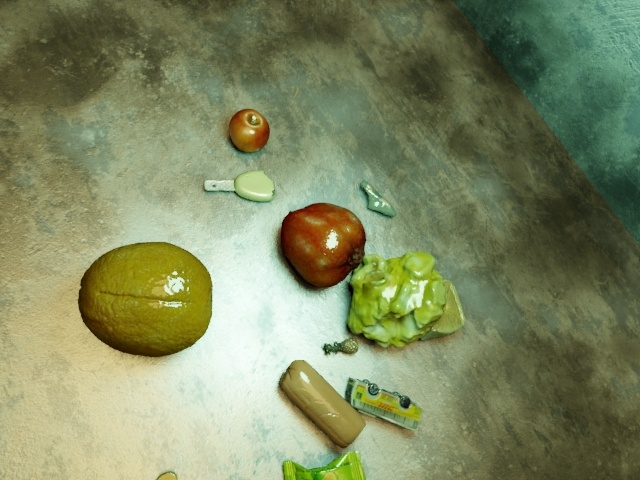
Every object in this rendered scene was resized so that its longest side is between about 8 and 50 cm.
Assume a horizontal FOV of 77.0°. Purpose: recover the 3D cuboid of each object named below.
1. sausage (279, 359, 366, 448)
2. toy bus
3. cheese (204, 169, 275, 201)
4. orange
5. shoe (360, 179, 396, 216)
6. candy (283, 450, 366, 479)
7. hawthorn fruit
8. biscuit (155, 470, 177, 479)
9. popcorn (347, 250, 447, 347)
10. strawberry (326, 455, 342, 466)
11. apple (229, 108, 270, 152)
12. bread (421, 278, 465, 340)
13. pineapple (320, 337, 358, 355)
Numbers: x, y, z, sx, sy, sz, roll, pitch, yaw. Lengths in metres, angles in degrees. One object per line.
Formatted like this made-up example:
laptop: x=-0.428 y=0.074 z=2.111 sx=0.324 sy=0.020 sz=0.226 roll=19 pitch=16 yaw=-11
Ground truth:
sausage: x=0.000 y=0.508 z=1.266 sx=0.304 sy=0.121 sz=0.121 roll=44 pitch=62 yaw=3
toy bus: x=0.209 y=0.545 z=1.348 sx=0.268 sy=0.092 sz=0.106 roll=25 pitch=73 yaw=-9
cheese: x=-0.296 y=-0.205 z=1.483 sx=0.255 sy=0.050 sz=0.127 roll=0 pitch=70 yaw=-20
orange: x=-0.484 y=0.162 z=1.128 sx=0.356 sy=0.322 sz=0.322 roll=3 pitch=67 yaw=1
shoe: x=0.223 y=-0.158 z=1.649 sx=0.078 sy=0.079 sz=0.195 roll=-42 pitch=96 yaw=7
candy: x=0.013 y=0.706 z=1.172 sx=0.246 sy=0.069 sz=0.149 roll=-12 pitch=69 yaw=2
hawthorn fruit: x=0.009 y=0.007 z=1.387 sx=0.311 sy=0.295 sz=0.295 roll=20 pitch=64 yaw=-7
biscuit: x=-0.413 y=0.758 z=1.068 sx=0.158 sy=0.035 sz=0.240 roll=-21 pitch=77 yaw=-23
popcorn: x=0.266 y=0.195 z=1.404 sx=0.333 sy=0.294 sz=0.292 roll=2 pitch=33 yaw=11
strawberry: x=0.069 y=0.756 z=1.223 sx=0.121 sy=0.082 sz=0.188 roll=5 pitch=72 yaw=8
apple: x=-0.269 y=-0.419 z=1.528 sx=0.163 sy=0.139 sz=0.164 roll=6 pitch=66 yaw=-15
bread: x=0.437 y=0.261 z=1.528 sx=0.192 sy=0.110 sz=0.210 roll=-7 pitch=72 yaw=-28
pineapple: x=0.067 y=0.364 z=1.385 sx=0.124 sy=0.058 sz=0.058 roll=2 pitch=69 yaw=-18
